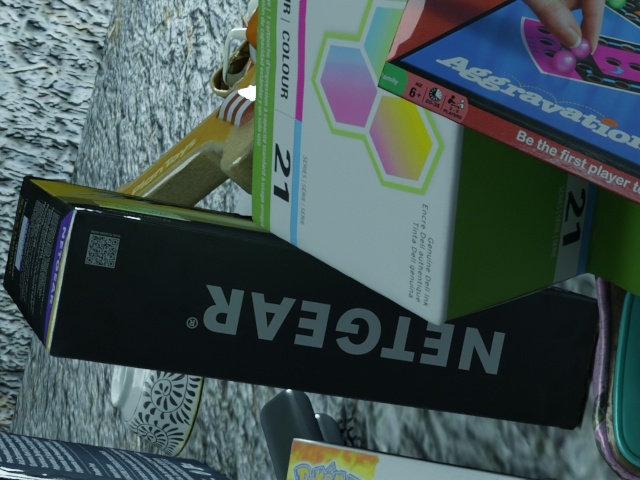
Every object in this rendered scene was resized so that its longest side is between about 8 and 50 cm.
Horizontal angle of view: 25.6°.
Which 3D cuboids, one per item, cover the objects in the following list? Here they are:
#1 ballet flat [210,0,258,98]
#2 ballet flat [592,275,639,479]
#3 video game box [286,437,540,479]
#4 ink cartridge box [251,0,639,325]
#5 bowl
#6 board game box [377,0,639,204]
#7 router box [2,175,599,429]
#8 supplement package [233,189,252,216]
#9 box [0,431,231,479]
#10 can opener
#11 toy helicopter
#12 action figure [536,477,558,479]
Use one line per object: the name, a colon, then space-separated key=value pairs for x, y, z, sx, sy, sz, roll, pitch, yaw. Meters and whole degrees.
ballet flat: x=-0.053 y=-0.212 z=1.454 sx=0.232 sy=0.073 sz=0.080 roll=125 pitch=150 yaw=-49
ballet flat: x=0.167 y=0.015 z=0.701 sx=0.079 sy=0.077 sz=0.221 roll=95 pitch=-178 yaw=-80
video game box: x=0.048 y=0.223 z=0.842 sx=0.205 sy=0.048 sz=0.187 roll=0 pitch=77 yaw=48
ink cartridge box: x=0.086 y=-0.058 z=0.560 sx=0.255 sy=0.097 sz=0.188 roll=30 pitch=126 yaw=46
bowl: x=-0.197 y=0.163 z=1.644 sx=0.170 sy=0.080 sz=0.170 roll=-168 pitch=90 yaw=-72
board game box: x=0.169 y=-0.061 z=0.455 sx=0.027 sy=0.281 sz=0.145 roll=-35 pitch=-32 yaw=-63
router box: x=-0.025 y=0.033 z=0.860 sx=0.243 sy=0.309 sz=0.081 roll=-160 pitch=81 yaw=-70
supplement package: x=0.000 y=0.000 z=1.127 sx=0.179 sy=0.105 sz=0.105 roll=-119 pitch=44 yaw=-62
box: x=-0.349 y=0.425 z=1.321 sx=0.297 sy=0.472 sz=0.479 roll=-178 pitch=99 yaw=-71
can opener: x=0.022 y=0.197 z=1.030 sx=0.093 sy=0.074 sz=0.280 roll=-41 pitch=28 yaw=4
toy helicopter: x=-0.060 y=-0.093 z=1.045 sx=0.355 sy=0.140 sz=0.235 roll=-37 pitch=26 yaw=23
action figure: x=0.170 y=0.204 z=0.531 sx=0.341 sy=0.178 sz=0.330 roll=-50 pitch=24 yaw=-8
